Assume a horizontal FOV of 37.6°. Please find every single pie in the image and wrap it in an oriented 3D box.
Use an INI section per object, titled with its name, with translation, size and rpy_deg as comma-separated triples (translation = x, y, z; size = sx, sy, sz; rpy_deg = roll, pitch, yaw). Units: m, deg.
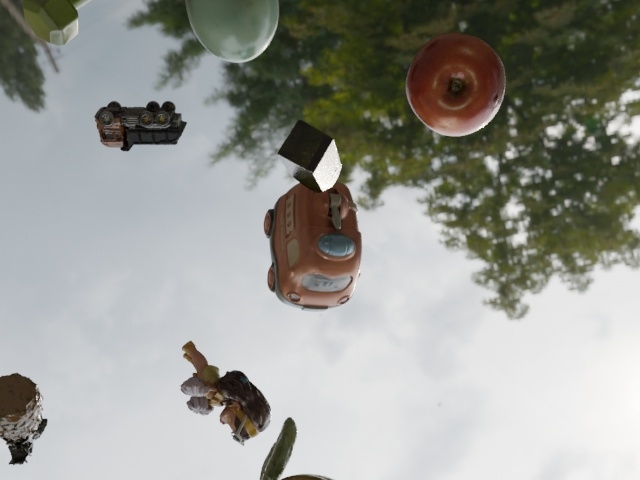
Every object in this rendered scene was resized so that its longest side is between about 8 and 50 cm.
[pie]
translation = -0.094, 0.479, 2.085
size = 0.041, 0.187, 0.187
rpy_deg = 23, -150, -2

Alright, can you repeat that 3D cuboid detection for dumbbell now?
[dumbbell]
translation = -0.456, -0.513, 1.889
size = 0.121, 0.108, 0.302
rpy_deg = 29, -120, 31

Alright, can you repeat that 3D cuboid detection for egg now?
[egg]
translation = -0.161, -0.438, 1.710
size = 0.168, 0.230, 0.168
rpy_deg = -11, 179, 0

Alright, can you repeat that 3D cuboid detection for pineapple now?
[pineapple]
translation = -0.744, 0.455, 2.303
size = 0.141, 0.310, 0.170
rpy_deg = 3, -127, -7

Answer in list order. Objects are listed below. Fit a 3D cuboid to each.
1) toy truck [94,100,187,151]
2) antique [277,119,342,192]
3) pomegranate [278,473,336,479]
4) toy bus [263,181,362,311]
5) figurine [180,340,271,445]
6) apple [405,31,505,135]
[toy truck]
translation = -0.395, -0.253, 2.077
size = 0.192, 0.092, 0.083
rpy_deg = 0, -152, 2
[antique]
translation = -0.015, -0.152, 1.830
size = 0.081, 0.221, 0.080
rpy_deg = 31, -96, 12
[pomegranate]
translation = -0.025, 0.603, 1.915
size = 0.260, 0.260, 0.260
rpy_deg = -15, -155, 7
[toy bus]
translation = 0.000, 0.000, 2.074
size = 0.194, 0.287, 0.232
rpy_deg = 6, 153, -21
[figurine]
translation = -0.203, 0.308, 1.911
size = 0.240, 0.174, 0.116
rpy_deg = 34, -113, 18
[apple]
translation = 0.213, -0.245, 1.486
size = 0.163, 0.163, 0.139
rpy_deg = -10, -169, 17
